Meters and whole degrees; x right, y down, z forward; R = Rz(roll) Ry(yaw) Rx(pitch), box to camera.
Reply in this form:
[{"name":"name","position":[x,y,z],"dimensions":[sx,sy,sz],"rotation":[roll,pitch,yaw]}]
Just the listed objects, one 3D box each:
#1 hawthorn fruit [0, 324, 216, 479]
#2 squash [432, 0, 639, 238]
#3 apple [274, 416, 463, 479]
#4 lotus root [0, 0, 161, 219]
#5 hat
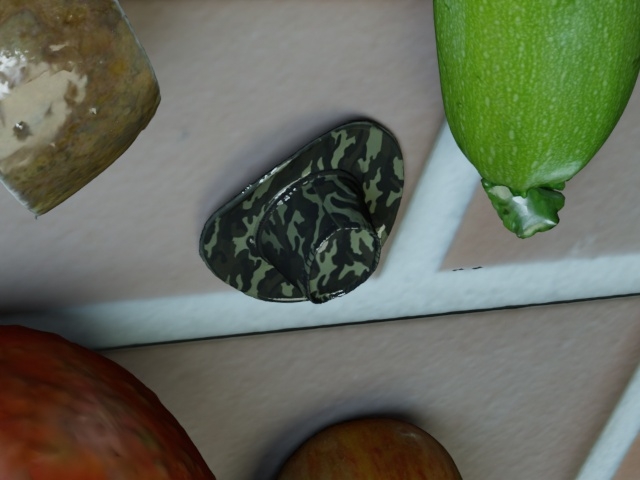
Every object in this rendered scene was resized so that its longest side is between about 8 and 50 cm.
[{"name":"hawthorn fruit","position":[-0.151,0.182,0.896],"dimensions":[0.287,0.287,0.330],"rotation":[-39,156,10]},{"name":"squash","position":[0.092,-0.139,0.809],"dimensions":[0.101,0.101,0.378],"rotation":[-19,138,-14]},{"name":"apple","position":[0.029,0.161,1.090],"dimensions":[0.126,0.102,0.126],"rotation":[-17,141,-15]},{"name":"lotus root","position":[-0.115,-0.068,0.740],"dimensions":[0.081,0.122,0.112],"rotation":[-33,117,-7]},{"name":"hat","position":[0.000,0.000,0.939],"dimensions":[0.121,0.050,0.121],"rotation":[-19,143,-15]}]
